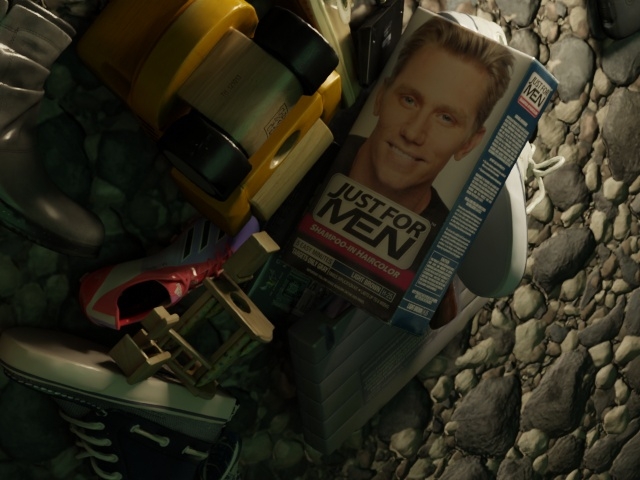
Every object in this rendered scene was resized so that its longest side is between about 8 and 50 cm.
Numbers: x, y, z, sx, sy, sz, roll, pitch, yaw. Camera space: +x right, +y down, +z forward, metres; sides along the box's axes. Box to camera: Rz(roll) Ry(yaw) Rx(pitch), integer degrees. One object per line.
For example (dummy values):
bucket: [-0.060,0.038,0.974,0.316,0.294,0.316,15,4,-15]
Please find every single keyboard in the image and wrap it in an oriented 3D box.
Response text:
keyboard: [0.072,-0.256,1.721,0.180,0.023,0.108,-56,153,-62]

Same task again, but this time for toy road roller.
toy road roller: [-0.123,-0.168,1.592,0.202,0.240,0.329,-51,169,-8]

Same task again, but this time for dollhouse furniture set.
dollhouse furniture set: [-0.118,0.094,1.627,0.182,0.101,0.161,-45,171,18]

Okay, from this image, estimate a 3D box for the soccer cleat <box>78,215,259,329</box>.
soccer cleat: [-0.164,0.038,1.688,0.248,0.095,0.083,-24,123,-28]

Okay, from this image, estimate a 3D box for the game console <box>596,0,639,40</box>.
game console: [0.488,-0.510,1.977,0.342,0.060,0.386,-36,128,-21]

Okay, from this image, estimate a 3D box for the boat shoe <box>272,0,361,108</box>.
boat shoe: [-0.001,-0.292,1.661,0.098,0.109,0.302,-35,123,-20]

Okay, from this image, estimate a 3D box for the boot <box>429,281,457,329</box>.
boot: [0.142,0.084,1.865,0.106,0.037,0.114,-39,147,-28]

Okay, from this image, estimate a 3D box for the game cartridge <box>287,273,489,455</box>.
game cartridge: [0.097,0.098,1.895,0.355,0.068,0.230,-40,147,-30]

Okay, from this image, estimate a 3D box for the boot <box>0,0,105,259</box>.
boot: [-0.307,-0.130,1.491,0.338,0.118,0.223,34,82,-47]

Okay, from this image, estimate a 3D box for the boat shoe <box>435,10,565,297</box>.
boat shoe: [0.227,-0.110,1.838,0.156,0.136,0.367,-2,75,-39]

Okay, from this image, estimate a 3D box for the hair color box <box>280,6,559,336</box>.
hair color box: [0.116,-0.081,1.705,0.347,0.174,0.105,-62,151,1]

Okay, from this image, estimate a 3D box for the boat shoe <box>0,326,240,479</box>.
boat shoe: [-0.250,0.213,1.679,0.340,0.127,0.158,22,96,-42]

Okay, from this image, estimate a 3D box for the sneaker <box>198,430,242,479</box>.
sneaker: [-0.129,0.306,1.879,0.058,0.052,0.135,4,115,-50]

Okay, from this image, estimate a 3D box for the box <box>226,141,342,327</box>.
box: [0.000,0.000,1.824,0.183,0.059,0.233,27,91,-46]
